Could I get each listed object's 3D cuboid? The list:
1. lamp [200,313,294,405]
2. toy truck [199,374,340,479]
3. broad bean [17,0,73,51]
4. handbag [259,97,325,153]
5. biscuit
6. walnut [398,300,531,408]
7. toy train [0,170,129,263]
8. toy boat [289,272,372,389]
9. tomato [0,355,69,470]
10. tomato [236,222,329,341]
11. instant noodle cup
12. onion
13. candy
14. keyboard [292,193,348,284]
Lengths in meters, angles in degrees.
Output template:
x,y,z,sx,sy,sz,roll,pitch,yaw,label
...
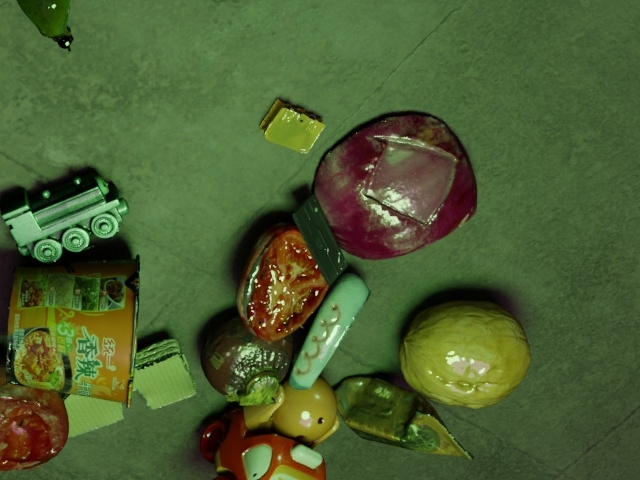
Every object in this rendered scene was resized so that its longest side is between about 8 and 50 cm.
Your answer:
x,y,z,sx,sy,sz,roll,pitch,yaw,label
-0.113,0.195,1.900,0.156,0.135,0.157,-32,130,5,lamp
-0.065,0.360,1.976,0.239,0.265,0.189,-38,132,26,toy truck
-0.363,-0.360,1.421,0.077,0.061,0.339,-15,131,8,broad bean
-0.041,-0.166,1.712,0.083,0.027,0.061,18,119,-33,handbag
-0.329,0.245,1.907,0.249,0.046,0.147,-20,145,-4,biscuit
0.242,0.190,1.992,0.221,0.195,0.195,9,124,-17,walnut
-0.363,-0.037,1.675,0.170,0.071,0.111,-23,124,-1,toy train
0.004,0.141,1.910,0.078,0.134,0.208,32,107,3,toy boat
-0.510,0.257,1.807,0.233,0.140,0.200,9,133,-28,tomato
-0.076,0.060,1.827,0.174,0.082,0.166,-53,133,-7,tomato
-0.361,0.127,1.718,0.182,0.230,0.230,5,126,-10,instant noodle cup
0.125,-0.064,1.799,0.250,0.111,0.247,-23,133,1,onion
0.137,0.307,2.011,0.143,0.271,0.101,45,70,-36,candy
0.000,0.000,1.807,0.053,0.010,0.155,-47,131,-27,keyboard
